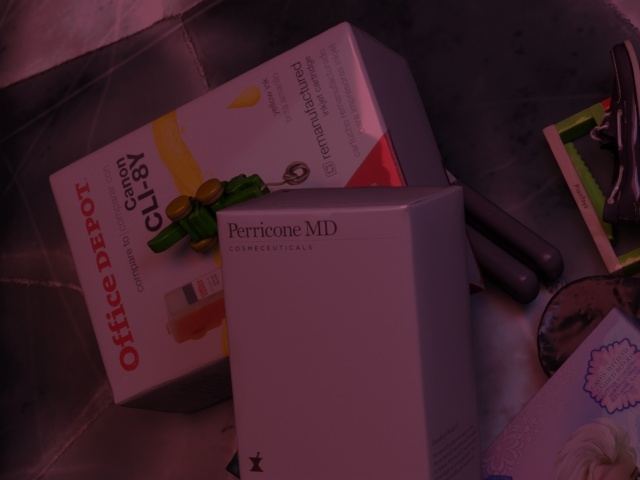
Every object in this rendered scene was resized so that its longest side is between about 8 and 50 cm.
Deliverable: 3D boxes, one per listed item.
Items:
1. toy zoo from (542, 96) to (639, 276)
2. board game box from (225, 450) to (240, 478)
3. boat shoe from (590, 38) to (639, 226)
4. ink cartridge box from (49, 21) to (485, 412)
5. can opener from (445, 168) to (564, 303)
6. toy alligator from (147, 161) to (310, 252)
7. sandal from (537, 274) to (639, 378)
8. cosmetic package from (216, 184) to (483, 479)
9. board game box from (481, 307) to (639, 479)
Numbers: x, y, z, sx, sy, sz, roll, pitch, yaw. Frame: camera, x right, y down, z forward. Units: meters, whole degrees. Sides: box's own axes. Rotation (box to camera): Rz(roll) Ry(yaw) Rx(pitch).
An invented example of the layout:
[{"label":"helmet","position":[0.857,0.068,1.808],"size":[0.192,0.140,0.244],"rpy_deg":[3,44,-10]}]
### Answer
[{"label":"toy zoo","position":[0.402,-0.099,1.732],"size":[0.293,0.030,0.192],"rpy_deg":[-26,61,9]},{"label":"board game box","position":[0.006,0.236,1.741],"size":[0.186,0.026,0.126],"rpy_deg":[29,80,29]},{"label":"boat shoe","position":[0.310,-0.111,1.712],"size":[0.065,0.075,0.206],"rpy_deg":[-9,69,14]},{"label":"ink cartridge box","position":[-0.063,-0.012,1.742],"size":[0.385,0.160,0.279],"rpy_deg":[-25,72,21]},{"label":"can opener","position":[0.139,-0.036,1.773],"size":[0.074,0.093,0.280],"rpy_deg":[-41,58,-14]},{"label":"toy alligator","position":[-0.090,-0.042,1.643],"size":[0.190,0.056,0.051],"rpy_deg":[-27,31,19]},{"label":"sandal","position":[0.423,0.102,1.591],"size":[0.446,0.107,0.167],"rpy_deg":[-1,67,21]},{"label":"cosmetic package","position":[0.033,0.137,1.530],"size":[0.197,0.155,0.365],"rpy_deg":[-3,99,24]},{"label":"board game box","position":[0.285,0.284,1.546],"size":[0.318,0.066,0.318],"rpy_deg":[-51,59,12]}]
